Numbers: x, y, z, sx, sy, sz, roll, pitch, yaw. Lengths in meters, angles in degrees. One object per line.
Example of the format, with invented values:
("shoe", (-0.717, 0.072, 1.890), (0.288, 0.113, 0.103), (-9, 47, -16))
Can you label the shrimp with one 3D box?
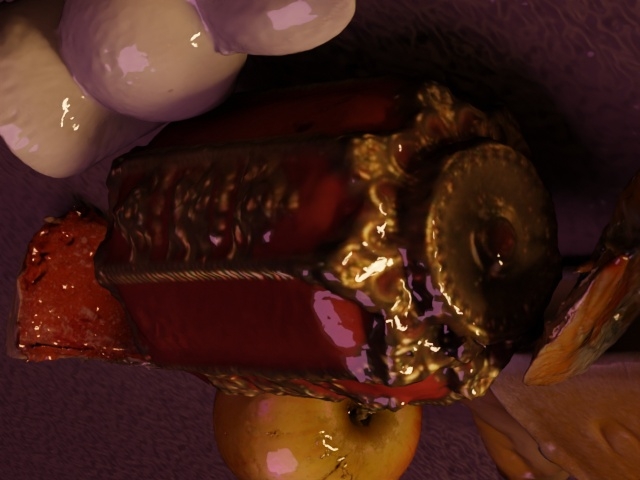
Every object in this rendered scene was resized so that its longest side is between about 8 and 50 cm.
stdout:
("shrimp", (0.149, 0.015, 0.877), (0.051, 0.132, 0.187), (31, 147, 8))

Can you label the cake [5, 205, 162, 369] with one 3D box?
("cake", (-0.129, 0.040, 1.389), (0.220, 0.117, 0.086), (4, 170, -23))

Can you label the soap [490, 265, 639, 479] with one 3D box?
("soap", (0.234, 0.088, 0.973), (0.173, 0.089, 0.274), (44, 154, -25))

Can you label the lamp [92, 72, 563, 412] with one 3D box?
("lamp", (0.000, 0.000, 0.978), (0.177, 0.177, 0.274), (45, 154, -29))

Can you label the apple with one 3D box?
("apple", (-0.005, 0.117, 1.266), (0.146, 0.146, 0.146), (26, 157, 12))

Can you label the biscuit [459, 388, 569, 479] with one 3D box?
("biscuit", (0.120, 0.097, 1.183), (0.208, 0.047, 0.164), (44, 153, -28))

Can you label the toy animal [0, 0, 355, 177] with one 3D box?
("toy animal", (-0.062, -0.122, 0.938), (0.220, 0.131, 0.104), (-24, 90, 34))
